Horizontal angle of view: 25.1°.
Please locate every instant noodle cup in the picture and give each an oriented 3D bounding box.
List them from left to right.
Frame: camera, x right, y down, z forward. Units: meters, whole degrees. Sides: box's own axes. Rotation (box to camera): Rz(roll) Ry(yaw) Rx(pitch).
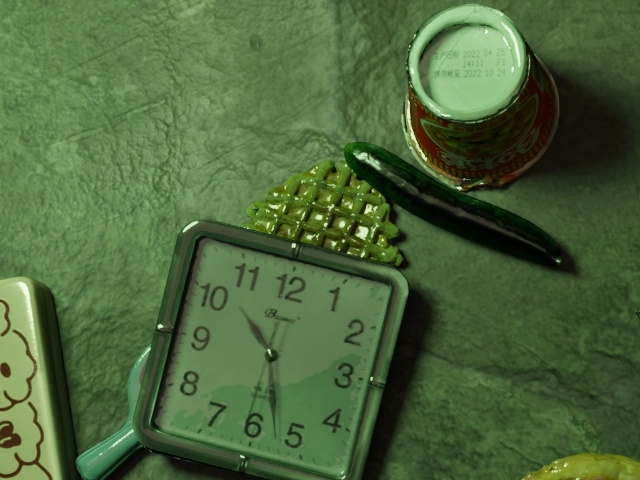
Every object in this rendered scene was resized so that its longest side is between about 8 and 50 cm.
[{"bbox_3d":[0.170,-0.167,1.602,0.193,0.212,0.193,-2,81,10],"label":"instant noodle cup"}]

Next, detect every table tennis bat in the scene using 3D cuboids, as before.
[{"bbox_3d":[-0.183,0.203,1.698,0.244,0.040,0.153,-37,78,-2],"label":"table tennis bat"}]

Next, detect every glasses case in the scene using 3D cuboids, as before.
[{"bbox_3d":[-0.371,0.218,1.704,0.144,0.076,0.336,-13,79,8],"label":"glasses case"}]

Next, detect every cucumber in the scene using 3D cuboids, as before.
[{"bbox_3d":[0.151,-0.039,1.661,0.284,0.056,0.056,28,86,8],"label":"cucumber"}]

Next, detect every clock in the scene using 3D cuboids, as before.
[{"bbox_3d":[-0.057,0.135,1.652,0.274,0.049,0.278,15,91,2],"label":"clock"}]

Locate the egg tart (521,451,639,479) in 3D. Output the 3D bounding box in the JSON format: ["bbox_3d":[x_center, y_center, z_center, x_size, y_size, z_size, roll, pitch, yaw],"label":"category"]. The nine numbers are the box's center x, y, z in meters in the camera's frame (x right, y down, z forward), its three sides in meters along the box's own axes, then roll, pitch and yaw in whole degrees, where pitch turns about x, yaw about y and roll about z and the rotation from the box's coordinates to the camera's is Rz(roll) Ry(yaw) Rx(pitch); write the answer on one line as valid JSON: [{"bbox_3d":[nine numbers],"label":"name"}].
[{"bbox_3d":[0.300,0.348,1.540,0.241,0.106,0.241,-1,70,4],"label":"egg tart"}]

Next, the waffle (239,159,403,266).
[{"bbox_3d":[0.000,0.000,1.695,0.184,0.036,0.169,-29,79,5],"label":"waffle"}]

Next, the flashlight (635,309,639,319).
[{"bbox_3d":[0.379,0.115,1.618,0.018,0.018,0.083,-23,77,7],"label":"flashlight"}]
